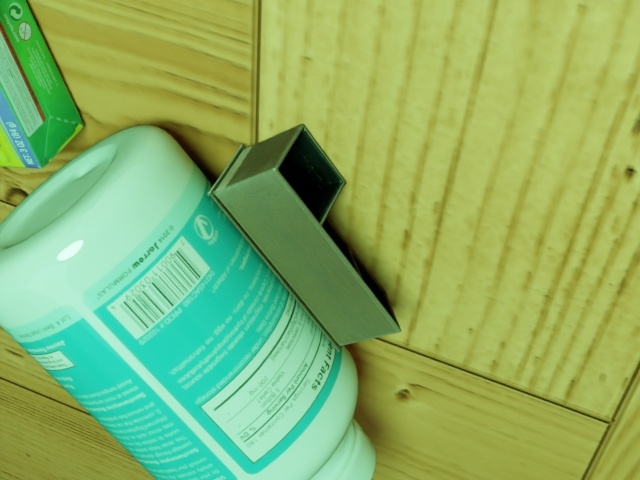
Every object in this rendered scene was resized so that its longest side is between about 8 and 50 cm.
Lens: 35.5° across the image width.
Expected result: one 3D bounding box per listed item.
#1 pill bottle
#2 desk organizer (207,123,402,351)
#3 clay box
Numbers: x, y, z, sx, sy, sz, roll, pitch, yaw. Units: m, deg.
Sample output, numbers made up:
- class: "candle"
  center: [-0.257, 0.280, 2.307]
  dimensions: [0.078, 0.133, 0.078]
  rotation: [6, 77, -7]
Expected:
- class: "pill bottle"
  center: [-0.075, 0.069, 0.618]
  dimensions: [0.146, 0.146, 0.264]
  rotation: [-16, 121, 40]
- class: "desk organizer"
  center: [0.000, 0.000, 0.581]
  dimensions: [0.050, 0.047, 0.130]
  rotation: [-18, 120, 38]
- class: "clay box"
  center: [-0.269, -0.112, 0.620]
  dimensions: [0.222, 0.053, 0.127]
  rotation: [4, 133, 26]
